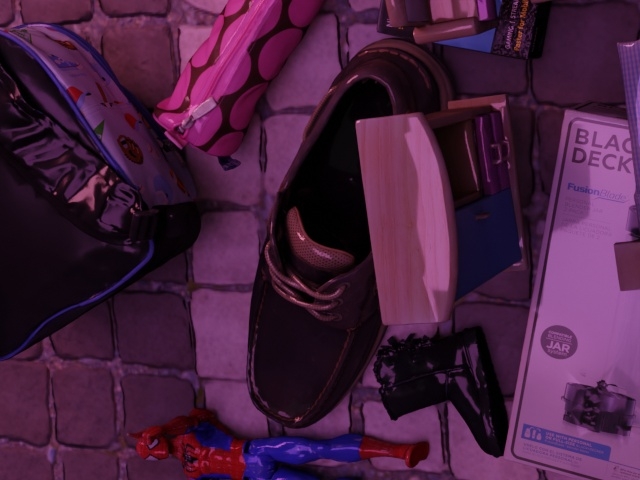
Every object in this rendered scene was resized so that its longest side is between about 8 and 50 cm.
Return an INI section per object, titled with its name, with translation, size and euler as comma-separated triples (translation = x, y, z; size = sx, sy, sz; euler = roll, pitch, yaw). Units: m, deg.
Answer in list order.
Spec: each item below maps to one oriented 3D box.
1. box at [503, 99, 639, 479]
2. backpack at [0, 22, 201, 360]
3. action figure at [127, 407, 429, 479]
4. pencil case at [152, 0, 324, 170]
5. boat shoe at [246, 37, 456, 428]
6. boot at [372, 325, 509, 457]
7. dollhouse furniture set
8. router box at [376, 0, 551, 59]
[box]
translation = 0.253, 0.047, 1.025
size = 0.169, 0.087, 0.289
euler = 14, 104, 20
[backpack]
translation = -0.257, -0.060, 1.159
size = 0.277, 0.213, 0.263
euler = -31, 94, 18
[action figure]
translation = -0.058, 0.208, 1.165
size = 0.280, 0.139, 0.091
euler = 4, 100, 25
[pencil case]
translation = -0.062, -0.170, 1.116
size = 0.095, 0.098, 0.209
euler = 36, 110, 14
[boat shoe]
translation = 0.000, 0.000, 1.101
size = 0.132, 0.130, 0.355
euler = 22, 107, 19
[boot]
translation = 0.103, 0.135, 1.128
size = 0.099, 0.045, 0.121
euler = -16, 86, 22
[dollhouse furniture set]
translation = 0.201, -0.085, 0.867
size = 0.303, 0.198, 0.286
euler = -5, 97, 24
[router box]
translation = 0.126, -0.244, 1.050
size = 0.133, 0.046, 0.178
euler = 14, 104, 21
